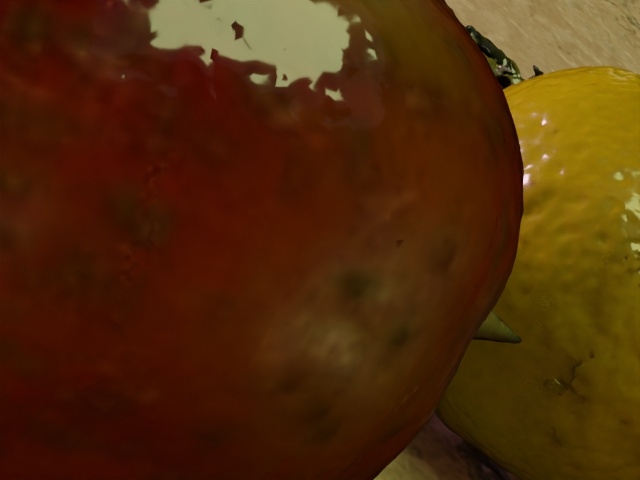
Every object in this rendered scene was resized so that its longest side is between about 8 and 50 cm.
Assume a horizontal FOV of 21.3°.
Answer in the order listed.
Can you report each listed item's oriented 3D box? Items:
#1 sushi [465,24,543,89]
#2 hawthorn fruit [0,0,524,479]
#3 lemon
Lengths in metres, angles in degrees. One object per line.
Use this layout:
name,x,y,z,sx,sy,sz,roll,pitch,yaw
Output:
sushi,0.123,-0.110,1.565,0.139,0.131,0.291,37,35,-11
hawthorn fruit,-0.078,-0.016,0.855,0.403,0.403,0.403,31,28,-19
lemon,0.207,0.029,1.273,0.336,0.336,0.336,31,28,-19
